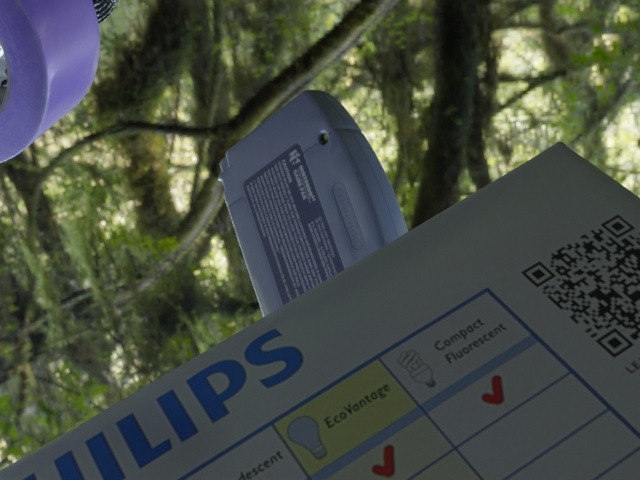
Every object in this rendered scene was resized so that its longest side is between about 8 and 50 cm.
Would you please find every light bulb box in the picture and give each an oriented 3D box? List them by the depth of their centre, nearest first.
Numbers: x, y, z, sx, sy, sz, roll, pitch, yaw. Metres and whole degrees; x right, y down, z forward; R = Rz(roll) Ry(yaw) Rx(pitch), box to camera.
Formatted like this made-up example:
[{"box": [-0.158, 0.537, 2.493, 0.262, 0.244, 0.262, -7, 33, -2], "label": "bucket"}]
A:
[{"box": [0.089, 0.202, 0.383, 0.358, 0.225, 0.361, -30, -132, -15], "label": "light bulb box"}]

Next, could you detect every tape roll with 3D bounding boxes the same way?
[{"box": [-0.267, -0.155, 0.678, 0.189, 0.189, 0.080, -1, -149, 21], "label": "tape roll"}]

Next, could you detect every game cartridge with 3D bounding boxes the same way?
[{"box": [0.000, 0.000, 0.978, 0.060, 0.294, 0.196, -4, 159, -45], "label": "game cartridge"}]

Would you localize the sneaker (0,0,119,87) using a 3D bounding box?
[{"box": [-0.319, -0.250, 0.956, 0.279, 0.107, 0.118, -45, -123, -6], "label": "sneaker"}]
